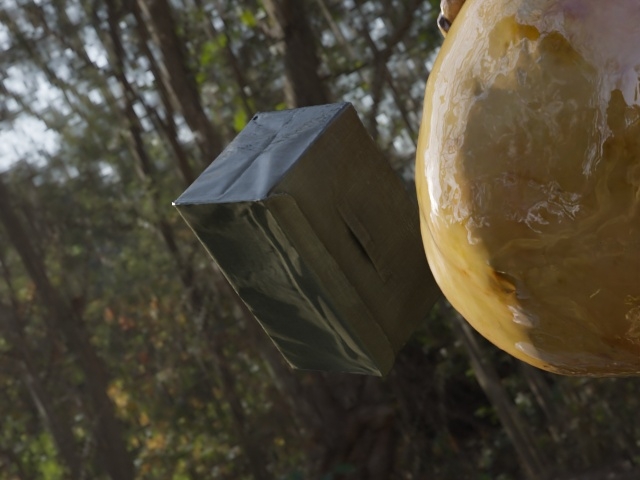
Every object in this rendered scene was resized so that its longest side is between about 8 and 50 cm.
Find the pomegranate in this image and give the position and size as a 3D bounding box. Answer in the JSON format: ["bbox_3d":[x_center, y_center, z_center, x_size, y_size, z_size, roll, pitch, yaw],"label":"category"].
[{"bbox_3d":[0.254,-0.093,0.991,0.411,0.411,0.411,-28,-4,-2],"label":"pomegranate"}]

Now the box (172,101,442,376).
[{"bbox_3d":[0.000,0.000,1.244,0.155,0.231,0.149,-3,40,49],"label":"box"}]
